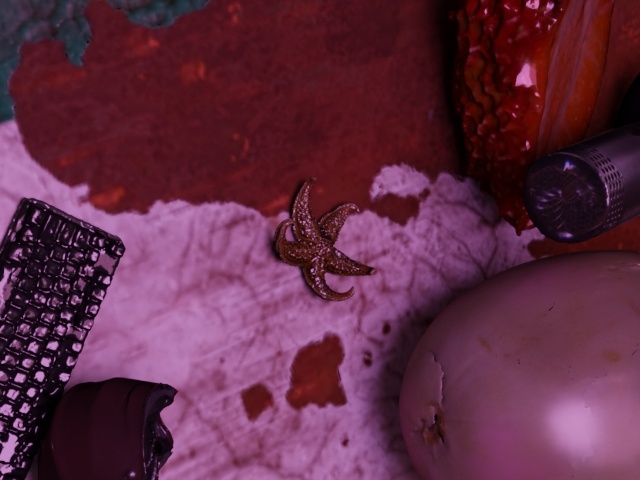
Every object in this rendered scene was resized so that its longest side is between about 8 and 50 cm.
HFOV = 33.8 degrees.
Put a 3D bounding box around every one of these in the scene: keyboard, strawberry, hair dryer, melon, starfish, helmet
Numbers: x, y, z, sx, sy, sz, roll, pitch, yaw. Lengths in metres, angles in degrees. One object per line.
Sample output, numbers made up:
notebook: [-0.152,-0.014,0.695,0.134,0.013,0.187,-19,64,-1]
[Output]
keyboard: [-0.187,0.090,0.616,0.072,0.023,0.231,29,74,-29]
strawberry: [0.159,-0.132,0.819,0.174,0.098,0.228,-30,128,-52]
hair dryer: [0.309,-0.003,0.770,0.284,0.155,0.320,42,33,10]
melon: [0.205,0.116,0.769,0.317,0.223,0.222,-4,93,-33]
starfish: [0.000,0.000,0.743,0.078,0.028,0.091,-20,99,-39]
helmet: [-0.129,0.134,0.620,0.071,0.098,0.123,14,122,0]
